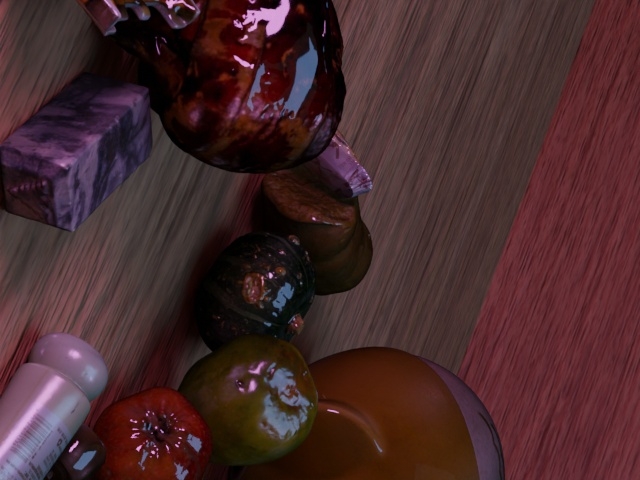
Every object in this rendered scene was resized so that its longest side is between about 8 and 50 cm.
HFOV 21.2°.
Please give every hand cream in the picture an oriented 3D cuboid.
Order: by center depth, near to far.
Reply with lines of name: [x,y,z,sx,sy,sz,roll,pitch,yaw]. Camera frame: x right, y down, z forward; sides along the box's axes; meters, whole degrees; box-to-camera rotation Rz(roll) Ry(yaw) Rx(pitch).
hand cream: [-0.335,0.241,1.854,0.147,0.093,0.306,84,30,-59]

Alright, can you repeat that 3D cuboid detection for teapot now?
teapot: [-0.302,0.249,1.988,0.068,0.076,0.121,-44,119,-40]

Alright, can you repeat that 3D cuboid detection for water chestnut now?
water chestnut: [-0.098,-0.208,1.911,0.289,0.244,0.289,-6,90,-79]

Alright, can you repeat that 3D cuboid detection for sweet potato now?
sweet potato: [0.000,0.000,2.496,0.369,0.158,0.158,73,38,-63]

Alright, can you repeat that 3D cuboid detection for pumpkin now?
pumpkin: [-0.086,0.078,2.325,0.190,0.146,0.190,14,90,-69]

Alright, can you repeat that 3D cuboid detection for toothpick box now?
toothpick box: [0.062,0.372,2.613,0.425,0.409,0.409,-14,119,-70]

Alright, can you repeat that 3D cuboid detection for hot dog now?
hot dog: [-0.003,-0.132,2.348,0.053,0.192,0.099,-48,180,-18]

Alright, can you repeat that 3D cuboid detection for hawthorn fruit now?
hawthorn fruit: [-0.221,0.282,2.156,0.162,0.163,0.203,-58,173,-38]

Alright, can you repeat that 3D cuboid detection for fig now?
fig: [-0.117,0.221,2.227,0.167,0.233,0.167,59,14,-23]

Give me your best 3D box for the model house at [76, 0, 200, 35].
model house: [-0.170,-0.338,1.646,0.198,0.215,0.224,-39,173,24]

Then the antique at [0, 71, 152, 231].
antique: [-0.259,-0.092,1.797,0.183,0.086,0.088,-51,150,-47]
